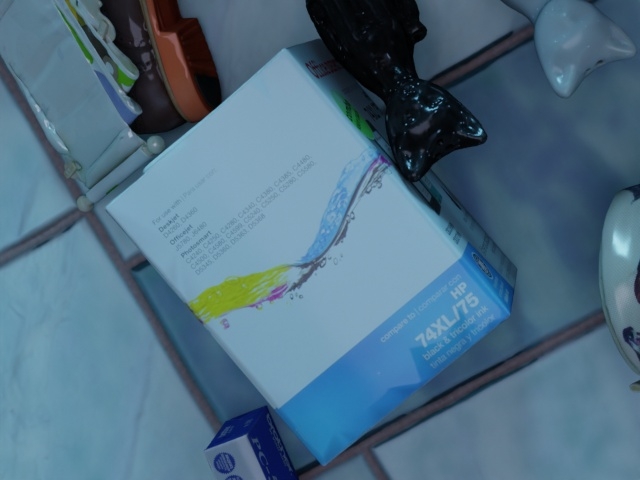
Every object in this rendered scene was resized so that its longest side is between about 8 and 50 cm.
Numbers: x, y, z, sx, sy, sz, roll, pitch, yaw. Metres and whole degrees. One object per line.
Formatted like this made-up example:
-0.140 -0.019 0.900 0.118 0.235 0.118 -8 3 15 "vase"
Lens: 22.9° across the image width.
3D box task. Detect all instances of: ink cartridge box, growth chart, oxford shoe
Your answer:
0.000 0.000 1.296 0.197 0.198 0.270 -40 92 13 "ink cartridge box"
-0.216 -0.151 1.347 0.172 0.021 0.237 -24 94 49 "growth chart"
-0.034 0.258 1.393 0.046 0.097 0.207 -22 95 11 "ink cartridge box"
-0.176 -0.219 1.341 0.098 0.097 0.271 -17 96 17 "oxford shoe"

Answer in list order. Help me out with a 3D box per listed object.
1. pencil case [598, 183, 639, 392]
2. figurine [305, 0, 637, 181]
0.414 0.006 1.191 0.410 0.160 0.184 -14 79 31 "pencil case"
0.120 -0.163 1.244 0.215 0.092 0.209 -29 50 5 "figurine"
